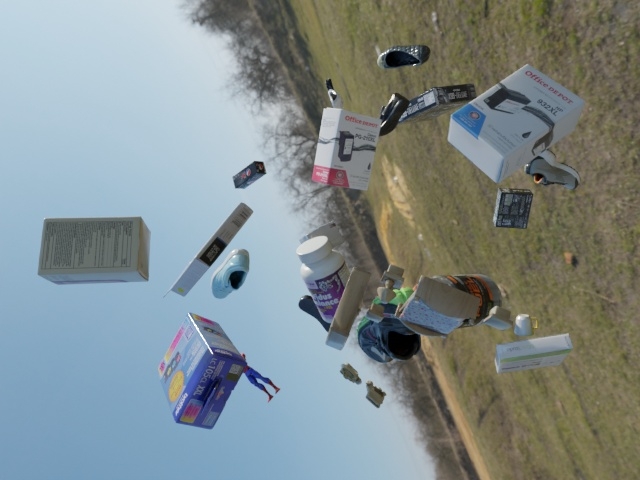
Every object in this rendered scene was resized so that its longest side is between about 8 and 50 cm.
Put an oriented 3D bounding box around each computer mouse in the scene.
[{"bbox_3d":[0.060,-0.540,1.756,0.193,0.042,0.106,-101,-13,-50],"label":"computer mouse"}]

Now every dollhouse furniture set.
[{"bbox_3d":[0.206,0.224,1.096,0.303,0.356,0.173,101,-168,-62],"label":"dollhouse furniture set"}]

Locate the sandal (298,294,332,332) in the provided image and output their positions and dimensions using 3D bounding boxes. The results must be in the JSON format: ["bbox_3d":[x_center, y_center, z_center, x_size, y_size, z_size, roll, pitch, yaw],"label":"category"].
[{"bbox_3d":[0.022,0.310,1.949,0.254,0.097,0.054,42,-153,-12],"label":"sandal"}]

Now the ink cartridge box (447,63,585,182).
[{"bbox_3d":[0.577,-0.353,1.383,0.223,0.308,0.129,51,171,29],"label":"ink cartridge box"}]

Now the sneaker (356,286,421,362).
[{"bbox_3d":[0.243,0.349,1.645,0.482,0.185,0.202,91,167,-57],"label":"sneaker"}]

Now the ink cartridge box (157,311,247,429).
[{"bbox_3d":[-0.418,0.465,1.630,0.151,0.269,0.395,27,-179,-36],"label":"ink cartridge box"}]

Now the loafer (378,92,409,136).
[{"bbox_3d":[0.278,-0.508,1.871,0.220,0.080,0.078,-49,60,46],"label":"loafer"}]

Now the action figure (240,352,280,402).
[{"bbox_3d":[-0.315,0.589,2.001,0.280,0.091,0.139,42,-165,10],"label":"action figure"}]

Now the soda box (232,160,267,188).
[{"bbox_3d":[-0.302,-0.276,1.957,0.053,0.169,0.060,-5,-104,-46],"label":"soda box"}]

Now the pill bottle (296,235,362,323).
[{"bbox_3d":[0.028,0.142,1.697,0.169,0.169,0.301,-97,-17,-68],"label":"pill bottle"}]

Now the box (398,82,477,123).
[{"bbox_3d":[0.502,-0.609,2.084,0.307,0.243,0.076,-9,96,63],"label":"box"}]

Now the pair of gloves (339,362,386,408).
[{"bbox_3d":[0.186,0.621,2.026,0.240,0.042,0.204,40,-177,17],"label":"pair of gloves"}]

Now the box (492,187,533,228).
[{"bbox_3d":[0.924,-0.154,2.226,0.077,0.148,0.180,-68,-20,-64],"label":"box"}]

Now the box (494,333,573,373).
[{"bbox_3d":[0.750,0.411,1.654,0.322,0.233,0.058,52,-152,-61],"label":"box"}]

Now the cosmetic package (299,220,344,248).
[{"bbox_3d":[0.000,0.000,1.875,0.107,0.127,0.238,63,171,-3],"label":"cosmetic package"}]

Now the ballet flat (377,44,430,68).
[{"bbox_3d":[0.214,-0.486,1.230,0.173,0.049,0.057,13,142,50],"label":"ballet flat"}]

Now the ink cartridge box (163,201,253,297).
[{"bbox_3d":[-0.385,0.047,1.590,0.072,0.307,0.303,37,-135,-10],"label":"ink cartridge box"}]

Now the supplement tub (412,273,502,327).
[{"bbox_3d":[0.516,0.234,1.775,0.338,0.207,0.207,0,-121,-35],"label":"supplement tub"}]

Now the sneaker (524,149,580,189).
[{"bbox_3d":[0.822,-0.237,1.658,0.272,0.107,0.100,21,-177,-28],"label":"sneaker"}]

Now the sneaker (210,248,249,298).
[{"bbox_3d":[-0.459,0.205,2.311,0.366,0.135,0.150,-57,30,38],"label":"sneaker"}]

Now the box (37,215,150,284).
[{"bbox_3d":[-0.566,0.027,1.178,0.127,0.233,0.148,115,153,-71],"label":"box"}]

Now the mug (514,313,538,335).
[{"bbox_3d":[0.705,0.287,1.595,0.078,0.062,0.064,-11,-81,-41],"label":"mug"}]

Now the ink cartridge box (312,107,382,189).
[{"bbox_3d":[0.085,-0.294,1.497,0.100,0.172,0.237,24,107,52],"label":"ink cartridge box"}]
